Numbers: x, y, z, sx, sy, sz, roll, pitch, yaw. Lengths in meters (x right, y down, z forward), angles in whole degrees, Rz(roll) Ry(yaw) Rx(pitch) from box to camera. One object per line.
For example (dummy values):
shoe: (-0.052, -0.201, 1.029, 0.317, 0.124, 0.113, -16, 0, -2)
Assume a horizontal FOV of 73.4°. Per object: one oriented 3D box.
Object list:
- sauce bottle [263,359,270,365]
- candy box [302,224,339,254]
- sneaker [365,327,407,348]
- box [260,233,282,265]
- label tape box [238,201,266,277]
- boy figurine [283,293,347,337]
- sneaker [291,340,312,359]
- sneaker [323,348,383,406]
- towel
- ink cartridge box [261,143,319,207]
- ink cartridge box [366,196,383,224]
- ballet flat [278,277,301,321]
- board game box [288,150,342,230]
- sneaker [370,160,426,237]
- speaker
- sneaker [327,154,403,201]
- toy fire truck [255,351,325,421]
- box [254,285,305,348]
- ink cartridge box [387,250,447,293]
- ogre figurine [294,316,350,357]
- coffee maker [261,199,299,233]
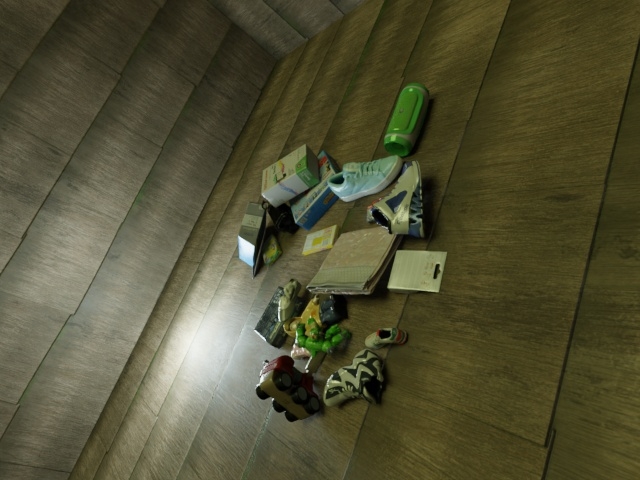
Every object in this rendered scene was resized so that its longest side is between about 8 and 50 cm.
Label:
sauce bottle: (-0.195, 0.518, 1.750, 0.128, 0.042, 0.042, 5, 67, 54)
candy box: (0.000, 0.000, 1.940, 0.206, 0.027, 0.105, -17, 48, 47)
sneaker: (0.191, 0.302, 1.361, 0.161, 0.075, 0.057, -21, 47, 44)
box: (-0.256, 0.054, 2.241, 0.105, 0.043, 0.179, -49, 30, 15)
label tape box: (-0.373, -0.001, 2.287, 0.240, 0.106, 0.333, 104, 177, -57)
boy figurine: (-0.024, 0.294, 1.661, 0.285, 0.092, 0.177, -31, 43, 32)
sneaker: (-0.069, 0.433, 1.641, 0.134, 0.051, 0.070, 17, 80, 61)
sneaker: (0.107, 0.463, 1.320, 0.235, 0.094, 0.153, -42, 25, 7)
towel: (0.128, 0.068, 1.602, 0.332, 0.053, 0.316, -9, 39, 49)
ink cartridge box: (-0.150, -0.319, 2.126, 0.278, 0.117, 0.201, -27, 41, 22)
ink cartridge box: (0.220, -0.126, 1.737, 0.063, 0.029, 0.115, -25, 44, 43)
ballet flat: (-0.137, 0.237, 1.759, 0.072, 0.068, 0.213, -16, 32, 29)
board game box: (-0.023, -0.252, 2.135, 0.308, 0.086, 0.301, -46, 33, 19)
sneaker: (0.272, -0.143, 1.521, 0.183, 0.127, 0.315, -4, 54, 16)
speaker: (0.358, -0.499, 1.777, 0.131, 0.131, 0.296, -4, 60, 54)
sneaker: (0.173, -0.275, 1.817, 0.366, 0.150, 0.135, -26, 45, 42)
toy fire truck: (-0.080, 0.461, 1.498, 0.159, 0.217, 0.246, -34, 23, 26)
box: (-0.180, 0.331, 1.874, 0.183, 0.059, 0.232, 16, 76, 58)
ink cartridge box: (0.320, 0.104, 1.405, 0.180, 0.045, 0.145, 2, 63, 35)
ogre figurine: (-0.004, 0.343, 1.514, 0.118, 0.197, 0.096, -55, -15, -55)
coffee maker: (-0.207, -0.121, 2.201, 0.178, 0.172, 0.120, -124, 43, -59)
